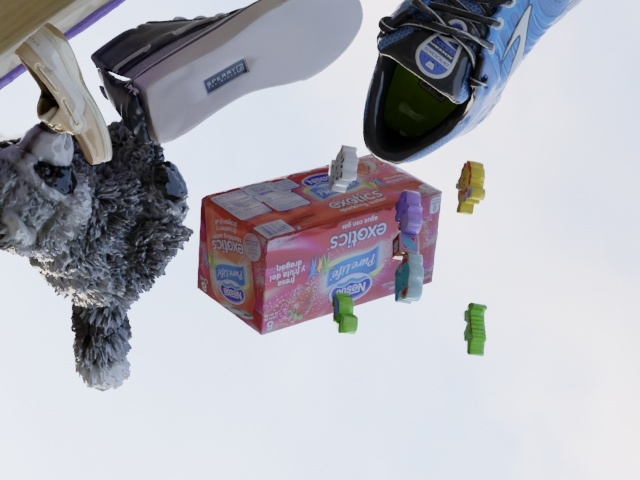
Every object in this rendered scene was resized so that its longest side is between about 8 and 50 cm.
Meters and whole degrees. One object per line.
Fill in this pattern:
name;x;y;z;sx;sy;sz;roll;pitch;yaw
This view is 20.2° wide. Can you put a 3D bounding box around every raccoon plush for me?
raccoon plush;-0.328;0.046;2.252;0.216;0.299;0.446;15;-63;36

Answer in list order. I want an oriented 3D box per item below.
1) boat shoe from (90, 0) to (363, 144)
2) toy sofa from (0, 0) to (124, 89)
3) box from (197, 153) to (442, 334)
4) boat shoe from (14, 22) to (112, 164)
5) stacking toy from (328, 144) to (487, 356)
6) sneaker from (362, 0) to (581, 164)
boat shoe;-0.124;-0.248;2.231;0.158;0.340;0.127;38;-33;45
toy sofa;-0.339;-0.244;2.039;0.362;0.177;0.150;-37;-121;-9
box;0.000;0.000;2.029;0.128;0.257;0.123;33;-52;42
boat shoe;-0.272;-0.145;1.883;0.059;0.170;0.063;-33;-146;-18
stacking toy;0.096;0.007;1.905;0.052;0.167;0.221;128;-34;-59
sneaker;0.130;-0.181;1.438;0.130;0.147;0.330;32;-52;6
